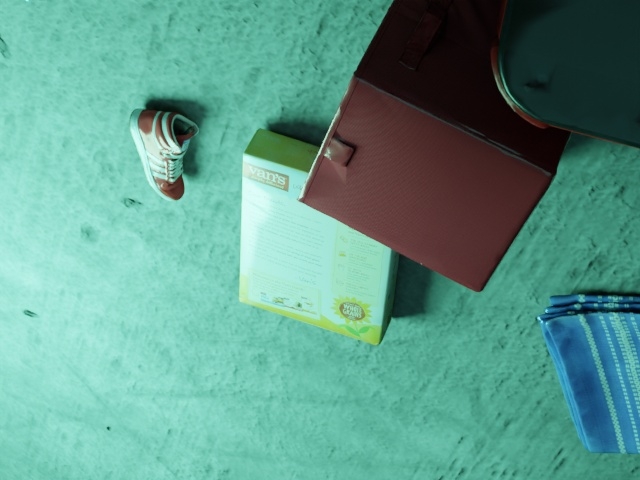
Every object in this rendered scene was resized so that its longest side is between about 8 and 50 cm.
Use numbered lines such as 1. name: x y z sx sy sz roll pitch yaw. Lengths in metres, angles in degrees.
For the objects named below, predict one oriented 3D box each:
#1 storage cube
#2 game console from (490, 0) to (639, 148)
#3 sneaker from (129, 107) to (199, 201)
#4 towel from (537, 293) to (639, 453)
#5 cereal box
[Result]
1. storage cube: 0.118 -0.105 1.506 0.193 0.183 0.215 27 140 0
2. game console: 0.339 -0.214 1.291 0.386 0.060 0.342 16 112 13
3. sneaker: -0.156 -0.090 1.786 0.067 0.042 0.118 3 132 32
4. towel: 0.408 0.155 1.730 0.336 0.040 0.243 2 134 28
5. cereal box: 0.000 0.000 1.788 0.173 0.047 0.240 18 139 11
